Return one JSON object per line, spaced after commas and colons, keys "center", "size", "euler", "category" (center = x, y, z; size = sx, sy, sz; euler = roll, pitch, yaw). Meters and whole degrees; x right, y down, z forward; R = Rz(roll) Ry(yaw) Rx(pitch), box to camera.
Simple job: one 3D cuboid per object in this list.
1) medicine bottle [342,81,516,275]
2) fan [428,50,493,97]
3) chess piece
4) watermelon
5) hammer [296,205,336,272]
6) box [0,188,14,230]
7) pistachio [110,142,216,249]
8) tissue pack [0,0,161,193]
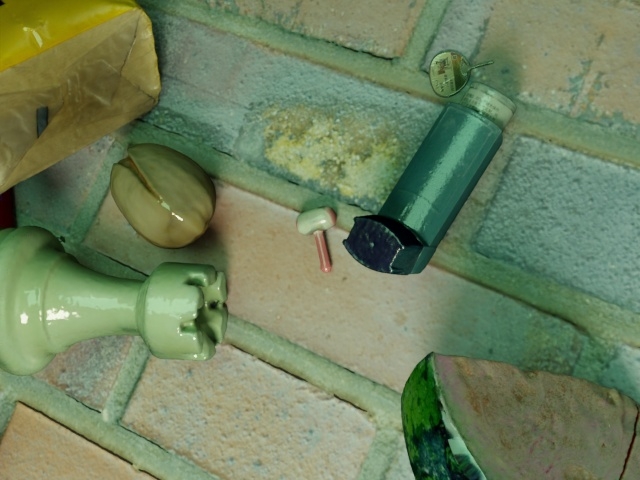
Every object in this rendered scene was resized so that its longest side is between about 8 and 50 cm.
{"center": [0.134, -0.068, 1.227], "size": [0.079, 0.124, 0.258], "euler": [32, 88, 27], "category": "medicine bottle"}
{"center": [0.169, -0.217, 1.317], "size": [0.080, 0.003, 0.060], "euler": [-39, 66, 9], "category": "fan"}
{"center": [-0.276, 0.083, 1.336], "size": [0.298, 0.194, 0.195], "euler": [3, 77, 14], "category": "chess piece"}
{"center": [0.218, 0.286, 1.089], "size": [0.222, 0.319, 0.292], "euler": [-43, 51, 46], "category": "watermelon"}
{"center": [0.000, 0.000, 1.316], "size": [0.052, 0.031, 0.083], "euler": [-18, 76, 21], "category": "hammer"}
{"center": [-0.606, -0.057, 1.552], "size": [0.313, 0.089, 0.198], "euler": [-18, 67, 18], "category": "box"}
{"center": [-0.205, -0.059, 1.365], "size": [0.185, 0.124, 0.124], "euler": [37, 92, 29], "category": "pistachio"}
{"center": [-0.443, -0.298, 1.436], "size": [0.293, 0.228, 0.382], "euler": [-32, 63, -20], "category": "tissue pack"}
